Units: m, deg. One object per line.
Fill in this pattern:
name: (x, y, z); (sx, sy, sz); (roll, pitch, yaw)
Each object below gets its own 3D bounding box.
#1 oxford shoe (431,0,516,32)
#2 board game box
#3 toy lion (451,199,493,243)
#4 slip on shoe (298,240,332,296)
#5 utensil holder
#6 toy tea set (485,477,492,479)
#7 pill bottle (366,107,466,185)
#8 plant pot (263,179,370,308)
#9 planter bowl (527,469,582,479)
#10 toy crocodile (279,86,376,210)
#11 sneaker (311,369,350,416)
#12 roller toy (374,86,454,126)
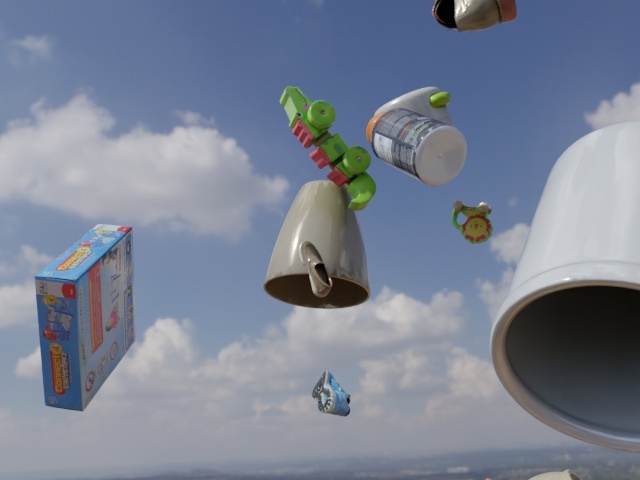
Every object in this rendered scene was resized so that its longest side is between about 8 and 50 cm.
oxford shoe: (0.279, -0.505, 1.446); (0.130, 0.348, 0.123); (-22, -64, 5)
board game box: (-0.502, 0.157, 1.551); (0.086, 0.308, 0.302); (7, 22, 5)
toy lion: (0.350, -0.041, 1.633); (0.100, 0.096, 0.034); (8, -9, 32)
slip on shoe: (-0.008, 0.055, 1.533); (0.052, 0.135, 0.041); (3, -34, -32)
utensil holder: (0.449, 0.051, 1.034); (0.328, 0.385, 0.327); (15, -45, 16)
toy tea set: (0.510, 0.708, 1.763); (0.200, 0.124, 0.336); (30, -13, -9)
pill bottle: (0.194, -0.212, 1.533); (0.131, 0.130, 0.246); (7, 18, -30)
plant pot: (0.000, 0.000, 1.746); (0.257, 0.273, 0.256); (4, -23, 1)
planter bowl: (0.484, 0.526, 1.406); (0.109, 0.162, 0.162); (-46, -32, 14)
toy crocodile: (0.015, -0.221, 1.691); (0.105, 0.340, 0.115); (-38, 1, -25)
sneaker: (0.028, 0.350, 1.583); (0.073, 0.063, 0.162); (29, 11, -14)
roller toy: (0.251, -0.306, 1.882); (0.191, 0.146, 0.209); (-21, -1, -7)
